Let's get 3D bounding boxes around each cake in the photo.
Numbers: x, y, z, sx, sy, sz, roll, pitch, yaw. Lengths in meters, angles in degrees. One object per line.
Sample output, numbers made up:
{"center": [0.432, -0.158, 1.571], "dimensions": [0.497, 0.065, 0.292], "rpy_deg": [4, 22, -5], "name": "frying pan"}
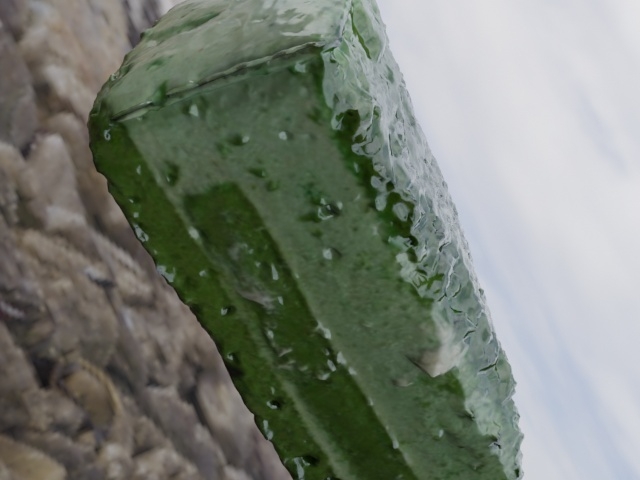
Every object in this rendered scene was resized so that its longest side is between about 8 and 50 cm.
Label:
{"center": [0.008, 0.005, 0.525], "dimensions": [0.099, 0.100, 0.235], "rpy_deg": [-81, 151, -49], "name": "cake"}
